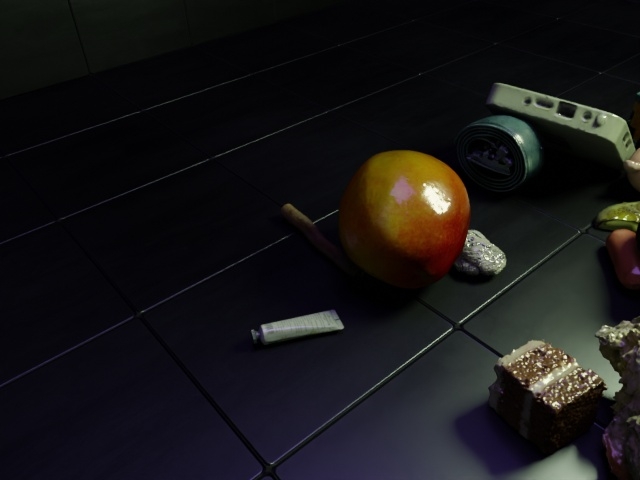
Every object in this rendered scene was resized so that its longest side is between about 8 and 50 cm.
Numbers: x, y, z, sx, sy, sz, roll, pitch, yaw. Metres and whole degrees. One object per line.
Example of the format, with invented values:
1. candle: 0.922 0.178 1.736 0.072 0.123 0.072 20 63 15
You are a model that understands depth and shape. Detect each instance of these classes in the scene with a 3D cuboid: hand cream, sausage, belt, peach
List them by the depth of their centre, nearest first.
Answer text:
1. hand cream: -0.051 0.187 1.212 0.195 0.042 0.067 -9 30 -16
2. peach: 0.191 -0.043 1.295 0.308 0.307 0.332 -6 51 -5
3. sausage: 0.717 0.041 1.321 0.077 0.077 0.194 4 37 8
4. belt: 0.489 -0.247 1.598 0.116 0.206 0.268 -29 31 -26

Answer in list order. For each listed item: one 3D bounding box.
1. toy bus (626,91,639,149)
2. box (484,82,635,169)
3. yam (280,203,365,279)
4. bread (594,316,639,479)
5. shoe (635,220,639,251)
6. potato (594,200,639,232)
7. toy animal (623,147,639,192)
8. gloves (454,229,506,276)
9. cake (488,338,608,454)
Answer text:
1. toy bus: 1.066 -0.306 1.649 0.162 0.194 0.323 -17 43 -17
2. box: 0.688 -0.325 1.619 0.367 0.090 0.373 27 7 33
3. yam: 0.000 0.000 1.443 0.045 0.045 0.327 7 26 -44
4. bread: 0.580 0.282 0.940 0.192 0.171 0.314 12 44 -2
5. shoe: 0.886 -0.036 1.205 0.385 0.237 0.171 -12 83 -2
6. potato: 0.809 -0.067 1.471 0.198 0.054 0.119 -1 40 2
7. toy animal: 0.959 -0.179 1.511 0.210 0.230 0.221 -11 73 -56
8. gloves: 0.364 0.031 1.356 0.115 0.070 0.153 -20 43 -21
9. cake: 0.394 0.269 1.004 0.135 0.135 0.147 -19 36 -19
